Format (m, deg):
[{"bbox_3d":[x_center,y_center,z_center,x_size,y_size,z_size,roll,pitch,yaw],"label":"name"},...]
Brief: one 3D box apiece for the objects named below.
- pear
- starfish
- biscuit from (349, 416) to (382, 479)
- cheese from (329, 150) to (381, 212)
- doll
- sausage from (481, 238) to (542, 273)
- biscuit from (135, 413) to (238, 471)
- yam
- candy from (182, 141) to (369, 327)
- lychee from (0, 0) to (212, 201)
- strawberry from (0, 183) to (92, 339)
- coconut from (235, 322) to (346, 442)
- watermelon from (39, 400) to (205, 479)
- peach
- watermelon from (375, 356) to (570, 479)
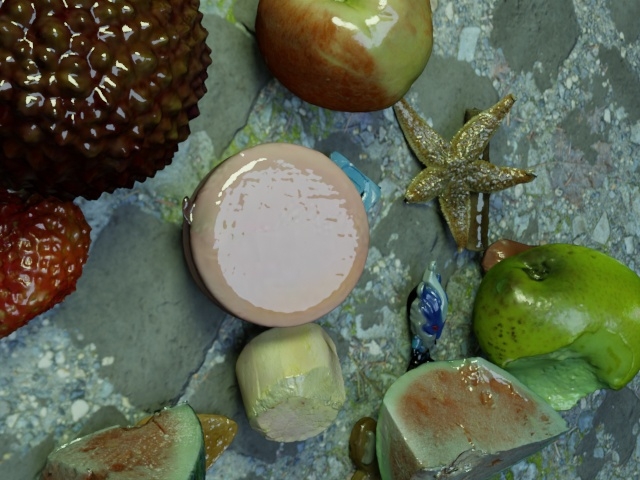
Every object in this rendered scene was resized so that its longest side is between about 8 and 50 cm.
[{"bbox_3d":[0.388,0.136,1.367,0.282,0.286,0.176,40,30,-35],"label":"pear"},{"bbox_3d":[0.224,-0.135,1.312,0.231,0.048,0.295,-28,106,2],"label":"starfish"},{"bbox_3d":[0.168,0.359,1.401,0.301,0.049,0.197,-4,103,-37],"label":"biscuit"},{"bbox_3d":[0.000,0.000,1.202,0.135,0.052,0.245,37,76,-38],"label":"cheese"},{"bbox_3d":[0.171,0.125,1.345,0.096,0.070,0.195,-24,123,-55],"label":"doll"},{"bbox_3d":[0.358,0.042,1.461,0.194,0.077,0.077,9,94,-38],"label":"sausage"},{"bbox_3d":[-0.221,0.302,1.108,0.250,0.035,0.162,-23,116,-26],"label":"biscuit"},{"bbox_3d":[0.259,-0.098,1.371,0.057,0.057,0.241,-10,104,-35],"label":"yam"},{"bbox_3d":[-0.064,-0.009,1.088,0.255,0.094,0.255,0,88,-18],"label":"candy"},{"bbox_3d":[-0.256,-0.185,0.835,0.306,0.330,0.306,-1,105,-6],"label":"lychee"},{"bbox_3d":[-0.346,0.037,0.920,0.175,0.107,0.236,16,90,-37],"label":"strawberry"},{"bbox_3d":[-0.044,0.187,1.151,0.147,0.153,0.147,-8,133,-8],"label":"coconut"},{"bbox_3d":[-0.242,0.323,0.978,0.201,0.262,0.213,11,97,-7],"label":"watermelon"},{"bbox_3d":[0.041,-0.275,1.085,0.257,0.232,0.232,42,69,-74],"label":"peach"},{"bbox_3d":[0.230,0.305,1.301,0.305,0.180,0.224,-7,100,-29],"label":"watermelon"}]
